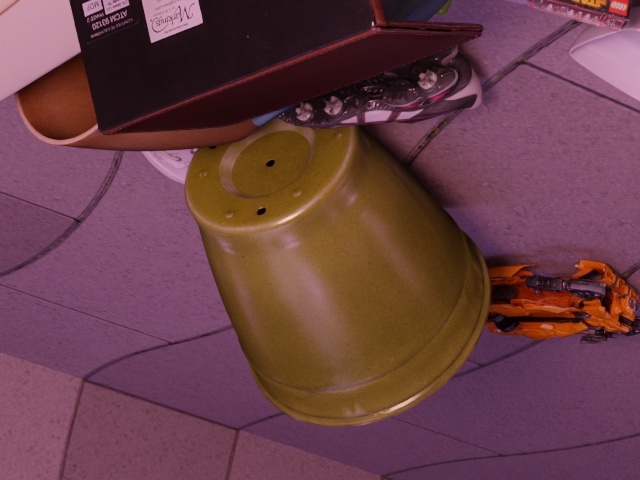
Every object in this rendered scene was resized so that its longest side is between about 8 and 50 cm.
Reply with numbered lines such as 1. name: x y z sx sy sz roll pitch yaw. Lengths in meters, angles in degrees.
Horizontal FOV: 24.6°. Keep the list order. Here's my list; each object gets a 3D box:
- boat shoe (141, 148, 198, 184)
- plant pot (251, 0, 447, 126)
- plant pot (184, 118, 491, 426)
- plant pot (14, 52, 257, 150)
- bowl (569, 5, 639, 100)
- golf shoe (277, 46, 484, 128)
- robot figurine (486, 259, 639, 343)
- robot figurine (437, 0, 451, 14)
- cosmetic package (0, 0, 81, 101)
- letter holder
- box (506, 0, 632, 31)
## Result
1. boat shoe: -0.193 -0.150 1.965 0.277 0.098 0.096 28 155 -30
2. plant pot: 0.018 -0.253 1.454 0.234 0.165 0.165 -26 96 43
3. plant pot: 0.000 0.000 1.946 0.367 0.366 0.353 1 144 28
4. plant pot: -0.184 -0.201 1.715 0.237 0.237 0.254 -8 164 43
5. bowl: 0.353 -0.201 1.560 0.142 0.053 0.142 28 163 -19
6. golf shoe: 0.063 -0.172 1.766 0.273 0.105 0.120 -2 161 34
7. robot figurine: 0.353 0.091 2.255 0.291 0.085 0.211 -4 153 38
8. robot figurine: 0.096 -0.272 1.543 0.101 0.067 0.115 20 157 -15
9. cosmetic package: -0.314 -0.267 1.564 0.309 0.160 0.113 -26 139 32
10. letter holder: -0.035 -0.208 1.309 0.302 0.152 0.214 -16 175 33
11. box: 0.240 -0.266 1.440 0.137 0.094 0.027 15 158 -3
